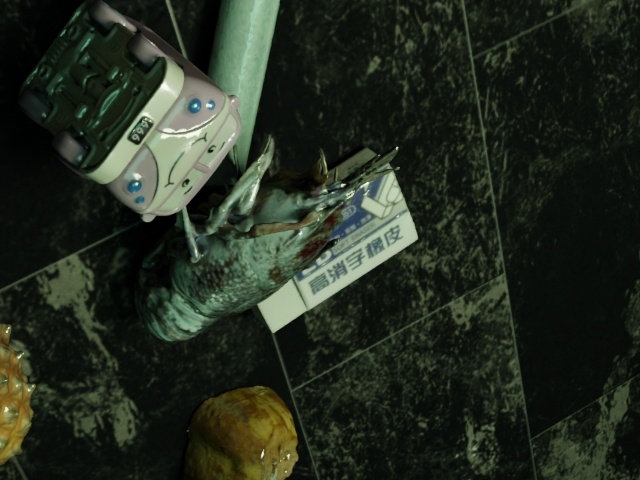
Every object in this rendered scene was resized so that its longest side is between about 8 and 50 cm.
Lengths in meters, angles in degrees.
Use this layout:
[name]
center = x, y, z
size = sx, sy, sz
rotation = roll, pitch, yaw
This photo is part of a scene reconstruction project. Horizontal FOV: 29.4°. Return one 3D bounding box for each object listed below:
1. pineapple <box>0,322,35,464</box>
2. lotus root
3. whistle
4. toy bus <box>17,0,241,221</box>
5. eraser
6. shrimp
[pineapple]
center = -0.391, 0.069, 1.136
size = 0.175, 0.175, 0.361
rotation = -28, 129, -16
[lotus root]
center = -0.097, 0.246, 1.471
size = 0.159, 0.135, 0.095
rotation = -52, 131, -13
[whistle]
center = -0.080, -0.197, 1.241
size = 0.062, 0.062, 0.312
rotation = -2, 118, -32
[toy bus]
center = -0.173, -0.121, 1.135
size = 0.142, 0.202, 0.142
rotation = -51, 134, 4
[eraser]
center = 0.000, 0.000, 1.409
size = 0.210, 0.068, 0.124
rotation = -33, 131, -11
[shrimp]
center = -0.082, -0.019, 1.231
size = 0.172, 0.137, 0.372
rotation = 20, 129, -39
